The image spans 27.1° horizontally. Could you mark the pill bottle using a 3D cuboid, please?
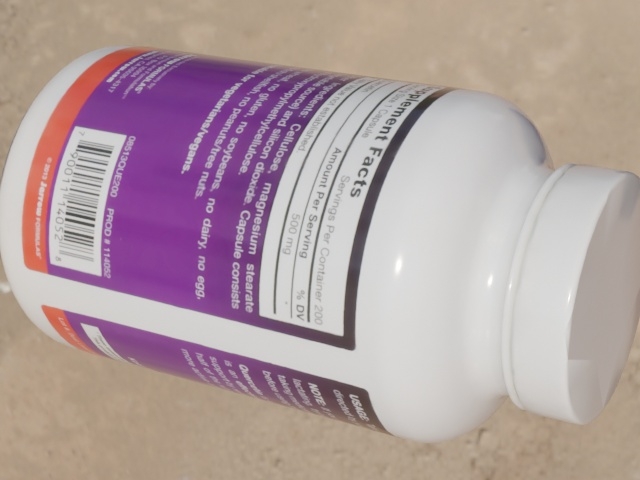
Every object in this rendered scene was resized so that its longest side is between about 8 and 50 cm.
[{"bbox_3d":[0.000,0.000,0.710,0.323,0.181,0.181,12,50,27],"label":"pill bottle"}]
